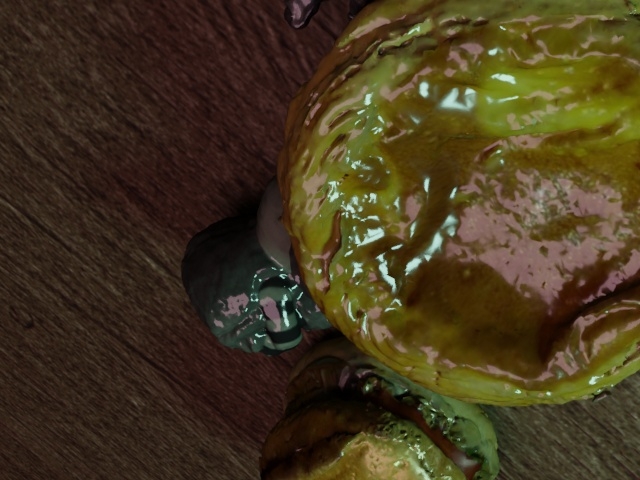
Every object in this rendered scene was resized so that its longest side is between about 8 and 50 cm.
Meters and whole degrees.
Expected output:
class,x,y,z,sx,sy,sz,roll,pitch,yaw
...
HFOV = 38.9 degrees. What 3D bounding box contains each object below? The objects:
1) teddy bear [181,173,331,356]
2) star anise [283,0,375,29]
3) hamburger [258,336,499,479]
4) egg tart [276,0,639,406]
class,x,y,z,sx,sy,sz,roll,pitch,yaw
teddy bear,-0.010,0.016,0.804,0.144,0.171,0.251,34,131,-27
star anise,0.016,-0.224,0.634,0.258,0.110,0.198,21,132,4
hamburger,0.061,0.222,0.927,0.244,0.163,0.244,9,129,12
egg tart,0.145,-0.040,0.654,0.352,0.150,0.352,5,117,10
